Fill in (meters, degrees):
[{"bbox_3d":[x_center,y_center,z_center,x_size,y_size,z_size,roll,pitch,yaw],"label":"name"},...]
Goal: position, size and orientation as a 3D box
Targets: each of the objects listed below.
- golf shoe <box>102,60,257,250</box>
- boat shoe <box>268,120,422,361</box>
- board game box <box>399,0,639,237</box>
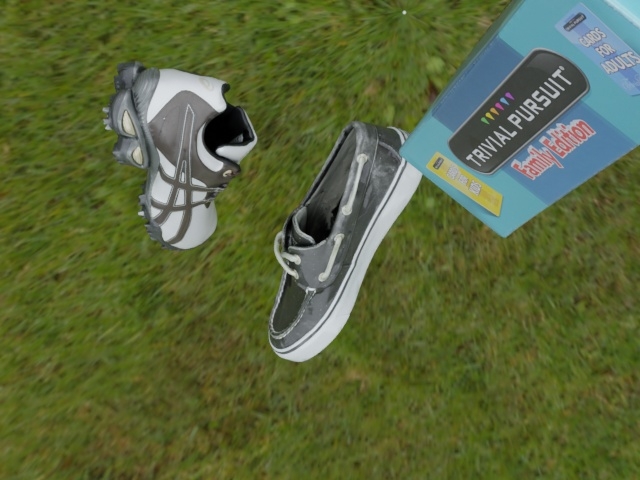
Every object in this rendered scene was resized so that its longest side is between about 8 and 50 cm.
[{"bbox_3d":[-0.089,-0.052,0.955,0.094,0.198,0.077,-1,61,9],"label":"golf shoe"},{"bbox_3d":[0.000,0.000,1.043,0.070,0.078,0.219,12,116,-34],"label":"boat shoe"},{"bbox_3d":[0.189,-0.176,0.619,0.079,0.254,0.336,39,74,0],"label":"board game box"}]
